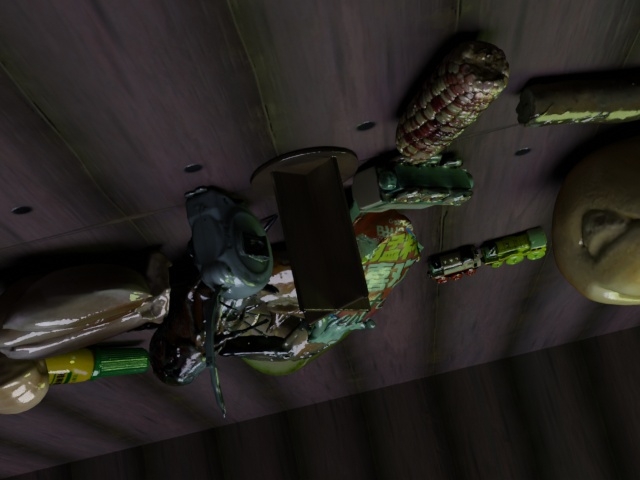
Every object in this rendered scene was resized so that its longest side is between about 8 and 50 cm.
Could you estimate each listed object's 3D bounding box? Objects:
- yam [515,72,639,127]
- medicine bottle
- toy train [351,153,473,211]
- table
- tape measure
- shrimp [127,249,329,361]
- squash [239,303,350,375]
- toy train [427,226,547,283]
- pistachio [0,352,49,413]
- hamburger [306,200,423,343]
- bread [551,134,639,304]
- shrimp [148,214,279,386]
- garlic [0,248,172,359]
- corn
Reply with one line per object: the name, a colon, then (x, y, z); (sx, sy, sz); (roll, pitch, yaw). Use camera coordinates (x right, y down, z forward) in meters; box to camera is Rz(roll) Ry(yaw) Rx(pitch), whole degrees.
yam: (0.428, -0.203, 1.481); (0.317, 0.067, 0.071); (-6, 173, -17)
medicine bottle: (-0.507, 0.258, 2.175); (0.308, 0.076, 0.111); (-2, 160, -34)
toy train: (0.148, -0.086, 1.623); (0.194, 0.081, 0.125); (0, 168, -41)
table: (0.000, 0.000, 1.524); (0.167, 0.227, 0.167); (-12, 161, -4)
tape measure: (-0.119, 0.090, 1.543); (0.084, 0.330, 0.164); (-22, 162, 33)
shrimp: (-0.150, 0.137, 1.928); (0.444, 0.085, 0.272); (-8, 130, 3)
squash: (-0.021, 0.129, 2.158); (0.233, 0.210, 0.309); (-30, -176, 37)
toy train: (0.340, 0.032, 2.139); (0.249, 0.053, 0.085); (-15, 154, 6)
pistachio: (-0.619, 0.263, 1.981); (0.229, 0.157, 0.157); (-14, 163, 27)
hamburger: (0.040, 0.040, 1.760); (0.276, 0.150, 0.260); (-55, 152, 8)
bread: (0.597, -0.047, 1.759); (0.376, 0.253, 0.348); (-8, 156, -20)
shrimp: (-0.159, 0.111, 1.786); (0.372, 0.137, 0.172); (-42, 158, 22)
garlic: (-0.406, 0.114, 1.728); (0.325, 0.132, 0.279); (-11, 161, -16)
corn: (0.162, -0.174, 1.357); (0.086, 0.086, 0.253); (-6, 163, -20)
